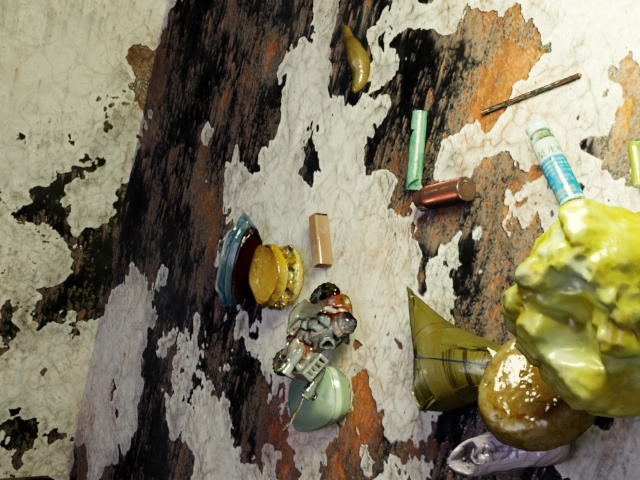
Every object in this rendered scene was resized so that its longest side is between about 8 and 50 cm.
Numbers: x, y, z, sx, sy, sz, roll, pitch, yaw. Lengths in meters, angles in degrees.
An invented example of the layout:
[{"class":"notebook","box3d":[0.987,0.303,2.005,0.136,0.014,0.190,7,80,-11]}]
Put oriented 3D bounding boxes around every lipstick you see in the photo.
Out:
[{"class":"lipstick","box3d":[0.000,0.000,2.312,0.045,0.045,0.145,-29,61,51]}]

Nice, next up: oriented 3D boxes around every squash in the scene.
[{"class":"squash","box3d":[0.549,-0.134,1.484,0.027,0.028,0.083,-22,66,54]}]

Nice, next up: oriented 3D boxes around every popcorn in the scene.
[{"class":"popcorn","box3d":[0.458,0.102,1.351,0.294,0.292,0.334,24,113,30]}]

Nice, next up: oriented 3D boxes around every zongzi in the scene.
[{"class":"zongzi","box3d":[0.286,0.196,1.770,0.260,0.123,0.289,-31,56,47]}]

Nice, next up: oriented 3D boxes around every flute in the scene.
[{"class":"flute","box3d":[0.418,-0.293,1.726,0.270,0.014,0.014,-15,73,56]}]

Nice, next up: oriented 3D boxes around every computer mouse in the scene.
[{"class":"computer mouse","box3d":[-0.027,0.417,2.246,0.288,0.097,0.159,-28,65,52]}]

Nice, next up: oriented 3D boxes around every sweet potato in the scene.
[{"class":"sweet potato","box3d":[0.092,-0.488,2.233,0.069,0.060,0.249,118,148,-51]}]

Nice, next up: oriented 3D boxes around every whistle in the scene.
[{"class":"whistle","box3d":[0.224,-0.211,1.998,0.039,0.039,0.186,4,89,58]}]

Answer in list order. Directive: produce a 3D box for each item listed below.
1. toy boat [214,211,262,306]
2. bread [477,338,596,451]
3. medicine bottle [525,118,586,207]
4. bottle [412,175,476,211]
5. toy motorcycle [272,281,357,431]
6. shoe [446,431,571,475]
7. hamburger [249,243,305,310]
[{"class":"toy boat","box3d":[-0.263,0.063,2.638,0.142,0.129,0.309,26,109,45]},{"class":"bread","box3d":[0.396,0.274,1.526,0.230,0.123,0.230,-20,40,18]},{"class":"medicine bottle","box3d":[0.445,-0.144,1.628,0.051,0.051,0.191,-49,48,43]},{"class":"bottle","box3d":[0.269,-0.100,1.893,0.164,0.060,0.060,-11,76,57]},{"class":"toy motorcycle","box3d":[-0.025,0.278,2.143,0.207,0.134,0.401,5,54,51]},{"class":"shoe","box3d":[0.353,0.394,1.613,0.245,0.138,0.095,-38,59,49]},{"class":"hamburger","box3d":[-0.120,0.108,2.419,0.182,0.118,0.190,-46,45,49]}]
